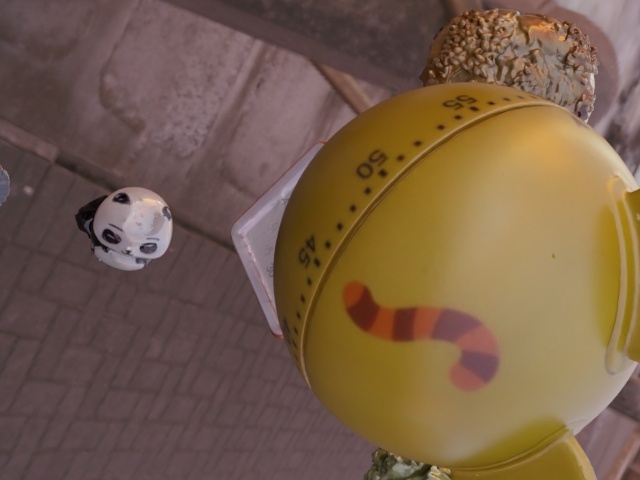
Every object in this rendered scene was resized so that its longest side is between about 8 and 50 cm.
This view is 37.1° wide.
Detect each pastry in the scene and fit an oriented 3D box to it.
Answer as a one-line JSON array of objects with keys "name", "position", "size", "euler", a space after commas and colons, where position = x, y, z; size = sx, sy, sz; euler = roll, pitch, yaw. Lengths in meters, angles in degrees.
[{"name": "pastry", "position": [0.327, -0.264, 1.575], "size": [0.162, 0.310, 0.255], "euler": [151, -58, -71]}]

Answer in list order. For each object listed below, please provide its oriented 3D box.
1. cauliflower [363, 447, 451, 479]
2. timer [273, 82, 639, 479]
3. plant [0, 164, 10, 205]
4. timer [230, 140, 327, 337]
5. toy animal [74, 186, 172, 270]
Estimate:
[{"name": "cauliflower", "position": [0.190, 0.410, 1.344], "size": [0.327, 0.281, 0.261], "euler": [-3, 98, -46]}, {"name": "timer", "position": [0.152, 0.056, 0.827], "size": [0.376, 0.387, 0.376], "euler": [-28, 141, -26]}, {"name": "plant", "position": [-0.852, -0.144, 2.252], "size": [0.178, 0.234, 0.204], "euler": [-52, 132, -12]}, {"name": "timer", "position": [0.000, 0.000, 1.617], "size": [0.161, 0.257, 0.250], "euler": [5, 135, -38]}, {"name": "toy animal", "position": [-0.360, -0.025, 1.760], "size": [0.179, 0.166, 0.138], "euler": [-24, -127, 61]}]
